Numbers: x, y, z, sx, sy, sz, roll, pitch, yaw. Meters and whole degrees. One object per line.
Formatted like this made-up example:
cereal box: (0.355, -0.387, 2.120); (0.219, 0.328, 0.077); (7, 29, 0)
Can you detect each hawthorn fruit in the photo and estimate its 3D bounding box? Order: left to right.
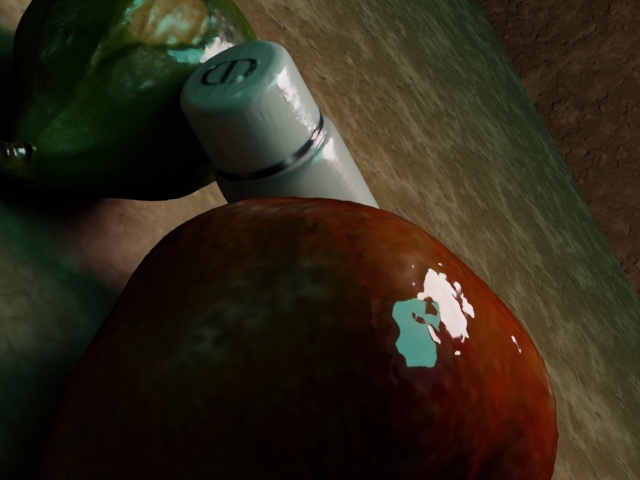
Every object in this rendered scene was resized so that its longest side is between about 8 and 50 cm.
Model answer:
hawthorn fruit: (-0.008, 0.106, 0.596); (0.295, 0.295, 0.311); (47, 29, -20)

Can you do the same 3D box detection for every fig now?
fig: (-0.156, -0.105, 0.768); (0.195, 0.195, 0.245); (50, 56, -13)

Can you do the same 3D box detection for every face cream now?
face cream: (0.000, 0.000, 0.758); (0.089, 0.143, 0.314); (-61, 138, -37)
